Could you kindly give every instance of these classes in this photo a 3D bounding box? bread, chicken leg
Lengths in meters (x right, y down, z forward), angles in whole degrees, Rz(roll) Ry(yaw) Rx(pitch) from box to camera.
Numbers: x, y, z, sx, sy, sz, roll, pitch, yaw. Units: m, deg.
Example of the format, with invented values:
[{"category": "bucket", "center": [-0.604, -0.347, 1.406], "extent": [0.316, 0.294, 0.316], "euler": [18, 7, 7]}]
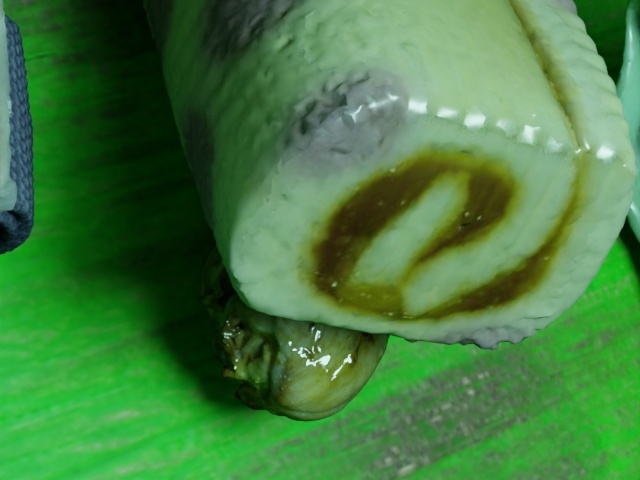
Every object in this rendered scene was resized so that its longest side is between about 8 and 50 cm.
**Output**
[{"category": "bread", "center": [0.009, -0.111, 0.893], "extent": [0.187, 0.155, 0.338], "euler": [11, 40, -31]}, {"category": "chicken leg", "center": [0.000, 0.000, 0.943], "extent": [0.103, 0.088, 0.227], "euler": [17, 45, 4]}]

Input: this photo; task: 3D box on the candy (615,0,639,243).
[{"category": "candy", "center": [0.305, -0.003, 1.109], "extent": [0.263, 0.172, 0.398], "euler": [-10, 89, -35]}]

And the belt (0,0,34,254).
[{"category": "belt", "center": [-0.226, -0.044, 0.767], "extent": [0.230, 0.139, 0.126], "euler": [9, 65, -34]}]
